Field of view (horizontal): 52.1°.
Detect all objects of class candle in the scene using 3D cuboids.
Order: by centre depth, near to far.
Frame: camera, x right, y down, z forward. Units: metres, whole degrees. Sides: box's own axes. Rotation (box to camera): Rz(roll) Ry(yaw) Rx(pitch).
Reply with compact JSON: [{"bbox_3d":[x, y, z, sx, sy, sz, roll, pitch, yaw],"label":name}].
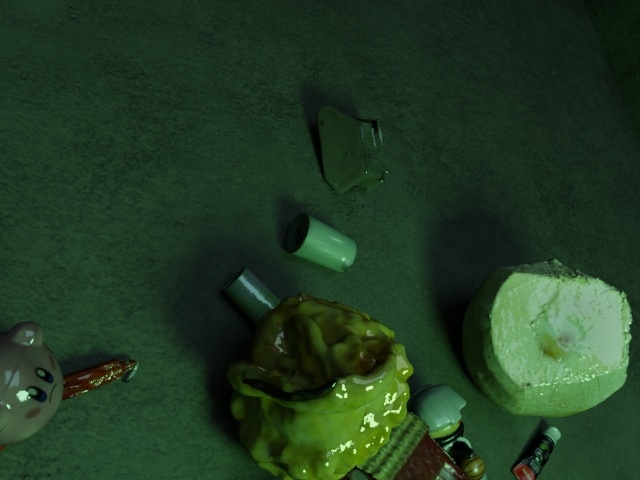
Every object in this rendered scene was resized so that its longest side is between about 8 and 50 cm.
[{"bbox_3d":[-0.379,0.235,1.110,0.162,0.053,0.048,-13,82,-44],"label":"candle"}]

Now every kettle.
[{"bbox_3d":[-0.002,0.006,1.506,0.148,0.127,0.098,23,87,-30],"label":"kettle"}]

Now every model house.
[{"bbox_3d":[0.139,0.462,1.327,0.254,0.160,0.196,51,46,5],"label":"model house"},{"bbox_3d":[0.095,-0.237,1.682,0.188,0.122,0.229,-7,86,-53],"label":"model house"}]

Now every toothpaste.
[{"bbox_3d":[0.559,0.559,1.686,0.193,0.045,0.071,-35,91,-37],"label":"toothpaste"}]

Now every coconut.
[{"bbox_3d":[0.539,0.252,1.625,0.404,0.404,0.405,18,58,-31],"label":"coconut"}]

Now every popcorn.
[{"bbox_3d":[-0.007,0.262,1.159,0.348,0.382,0.349,-1,77,3],"label":"popcorn"}]

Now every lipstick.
[{"bbox_3d":[-0.074,0.187,1.357,0.304,0.076,0.076,46,48,-9],"label":"lipstick"}]

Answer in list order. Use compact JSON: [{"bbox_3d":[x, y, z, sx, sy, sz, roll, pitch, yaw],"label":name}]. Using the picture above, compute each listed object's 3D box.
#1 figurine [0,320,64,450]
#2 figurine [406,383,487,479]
[{"bbox_3d":[-0.466,0.216,0.968,0.173,0.173,0.173,18,58,-31],"label":"figurine"},{"bbox_3d":[0.273,0.436,1.438,0.133,0.176,0.236,-22,86,-27],"label":"figurine"}]
